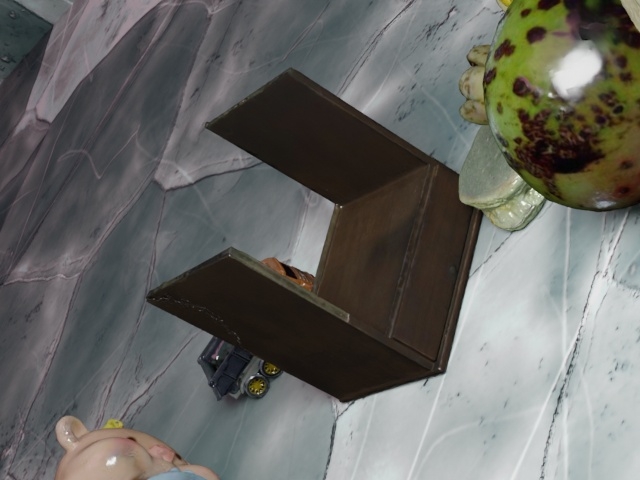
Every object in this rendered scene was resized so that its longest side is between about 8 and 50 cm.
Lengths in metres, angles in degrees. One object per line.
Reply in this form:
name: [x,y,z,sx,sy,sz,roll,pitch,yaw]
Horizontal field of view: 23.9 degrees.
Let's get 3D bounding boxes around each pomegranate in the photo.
pomegranate: [0.254,-0.168,1.458,0.242,0.242,0.306,-54,28,12]

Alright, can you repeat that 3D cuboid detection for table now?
table: [0.000,0.000,1.686,0.196,0.282,0.250,-24,42,52]

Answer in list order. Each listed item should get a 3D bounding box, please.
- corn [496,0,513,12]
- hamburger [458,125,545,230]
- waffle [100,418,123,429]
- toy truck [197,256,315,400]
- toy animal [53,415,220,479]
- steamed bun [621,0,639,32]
corn: [0.275,-0.281,1.698,0.123,0.122,0.305,-28,32,2]
hamburger: [0.210,-0.083,1.650,0.133,0.062,0.140,13,72,60]
waffle: [-0.300,0.345,2.057,0.211,0.055,0.160,-65,-11,-51]
toy truck: [-0.082,0.115,1.939,0.192,0.092,0.083,-55,24,8]
toy animal: [-0.234,0.354,1.853,0.229,0.210,0.221,23,87,52]
steamed bun: [0.395,-0.240,1.223,0.343,0.255,0.367,11,42,25]
